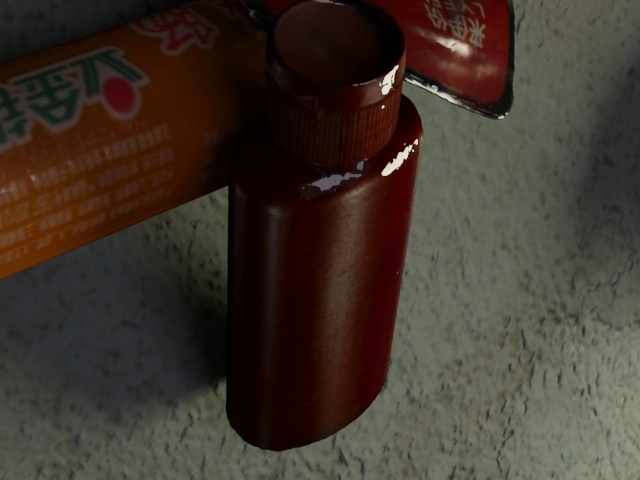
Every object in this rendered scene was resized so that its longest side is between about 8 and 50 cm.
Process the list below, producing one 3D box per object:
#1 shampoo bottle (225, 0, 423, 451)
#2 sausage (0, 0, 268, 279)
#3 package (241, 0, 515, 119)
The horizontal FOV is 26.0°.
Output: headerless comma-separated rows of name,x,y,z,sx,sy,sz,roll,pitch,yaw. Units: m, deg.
shampoo bottle,0.000,0.000,0.678,0.102,0.064,0.260,-29,147,-25
sausage,-0.124,-0.040,0.628,0.312,0.093,0.093,-25,115,-33
package,0.035,-0.207,0.712,0.194,0.071,0.269,10,79,-33
